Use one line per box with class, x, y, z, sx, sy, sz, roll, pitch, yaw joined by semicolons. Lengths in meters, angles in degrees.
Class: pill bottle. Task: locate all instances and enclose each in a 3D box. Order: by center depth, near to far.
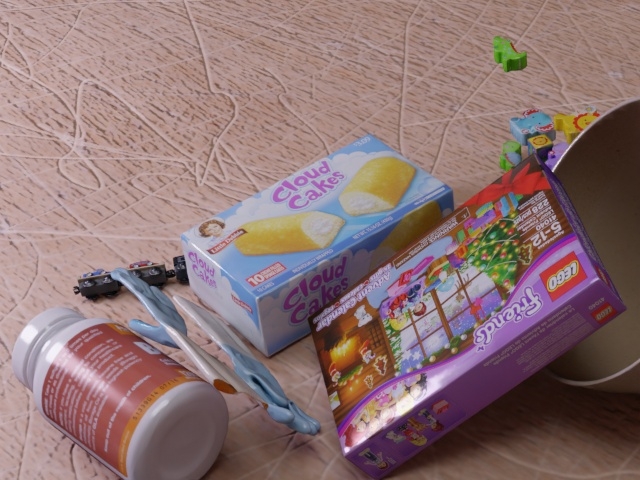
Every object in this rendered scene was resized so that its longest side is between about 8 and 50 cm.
pill bottle;-0.201;0.149;1.422;0.216;0.121;0.121;29;52;36

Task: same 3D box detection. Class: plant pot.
plant pot;0.348;0.025;1.398;0.191;0.284;0.284;19;31;-26

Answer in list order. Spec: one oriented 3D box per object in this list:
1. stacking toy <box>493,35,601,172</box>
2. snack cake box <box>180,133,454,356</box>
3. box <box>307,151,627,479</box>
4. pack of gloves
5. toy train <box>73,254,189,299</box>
stacking toy;0.254;-0.109;1.618;0.052;0.167;0.221;-18;40;-11
snack cake box;0.000;0.000;1.594;0.264;0.089;0.152;-29;45;-24
box;0.130;0.070;1.398;0.293;0.057;0.201;-37;37;16
pack of gloves;-0.111;0.119;1.424;0.046;0.195;0.232;-51;46;3
toy train;-0.198;0.037;1.632;0.158;0.027;0.036;-11;36;-3
